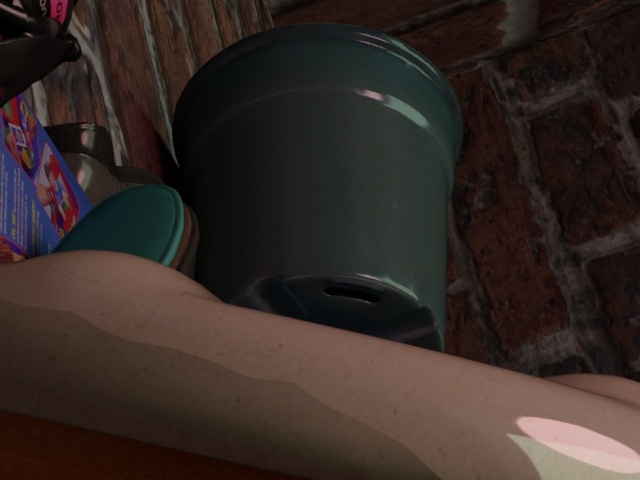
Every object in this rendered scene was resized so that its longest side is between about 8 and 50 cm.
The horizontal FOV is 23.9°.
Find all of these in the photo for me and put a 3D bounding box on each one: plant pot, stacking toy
[{"bbox_3d":[0.000,0.000,1.658,0.341,0.341,0.334,63,19,-45],"label":"plant pot"},{"bbox_3d":[-0.051,0.263,0.530,0.350,0.351,0.479,42,58,-74],"label":"stacking toy"}]

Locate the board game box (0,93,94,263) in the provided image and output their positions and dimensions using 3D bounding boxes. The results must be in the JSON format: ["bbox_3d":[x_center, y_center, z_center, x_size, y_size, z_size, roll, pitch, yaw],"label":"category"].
[{"bbox_3d":[-0.204,0.044,0.913,0.347,0.078,0.233,-101,169,-48],"label":"board game box"}]

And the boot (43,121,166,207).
[{"bbox_3d":[-0.182,0.014,1.242,0.246,0.083,0.161,53,32,-72],"label":"boot"}]

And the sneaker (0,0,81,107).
[{"bbox_3d":[-0.222,-0.116,0.729,0.482,0.202,0.185,-99,166,-56],"label":"sneaker"}]

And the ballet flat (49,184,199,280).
[{"bbox_3d":[-0.123,0.067,0.831,0.280,0.095,0.096,-71,151,-62],"label":"ballet flat"}]
